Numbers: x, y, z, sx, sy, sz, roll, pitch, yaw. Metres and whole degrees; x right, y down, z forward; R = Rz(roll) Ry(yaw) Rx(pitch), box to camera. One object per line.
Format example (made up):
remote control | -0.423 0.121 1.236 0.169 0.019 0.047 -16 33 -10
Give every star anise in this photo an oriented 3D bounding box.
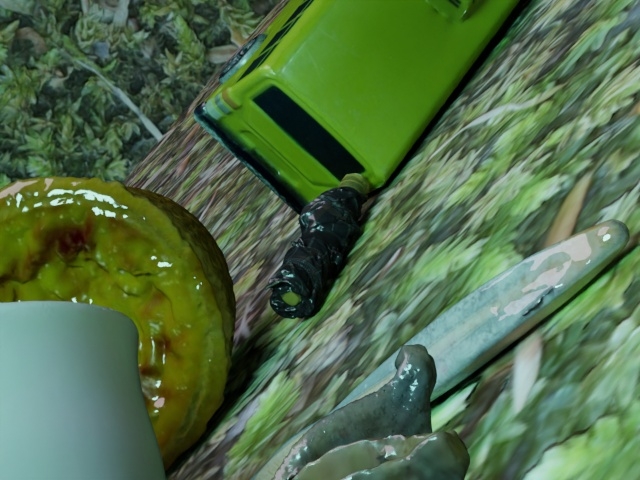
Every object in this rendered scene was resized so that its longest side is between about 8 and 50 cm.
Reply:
star anise | -0.021 0.141 0.688 0.208 0.063 0.172 -41 16 14

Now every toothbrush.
toothbrush | -0.003 0.097 0.850 0.375 0.037 0.028 -40 52 31

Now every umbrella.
umbrella | 0.000 0.000 1.181 0.037 0.040 0.144 -54 3 36

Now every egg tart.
egg tart | -0.144 0.050 1.177 0.202 0.202 0.147 -45 2 12

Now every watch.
watch | -0.160 0.092 0.831 0.244 0.196 0.231 -7 -20 -32

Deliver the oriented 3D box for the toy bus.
toy bus | 0.047 -0.153 1.324 0.262 0.128 0.150 -53 13 -25
